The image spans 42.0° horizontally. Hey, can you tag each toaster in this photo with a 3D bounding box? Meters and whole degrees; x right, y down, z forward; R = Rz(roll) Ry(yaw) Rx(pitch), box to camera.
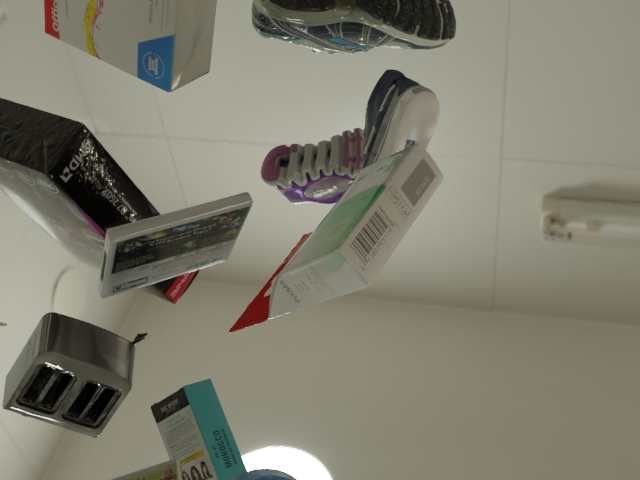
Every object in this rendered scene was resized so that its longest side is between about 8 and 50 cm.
[{"bbox_3d":[-0.399,0.216,1.350,0.168,0.186,0.110,26,-156,-26],"label":"toaster"}]

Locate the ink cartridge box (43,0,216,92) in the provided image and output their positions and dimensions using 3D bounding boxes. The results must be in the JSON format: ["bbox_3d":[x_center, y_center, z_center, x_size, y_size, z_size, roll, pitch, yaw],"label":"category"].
[{"bbox_3d":[-0.230,-0.275,0.921,0.231,0.134,0.078,27,-140,18],"label":"ink cartridge box"}]

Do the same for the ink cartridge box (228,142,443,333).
[{"bbox_3d":[0.000,0.000,0.858,0.224,0.056,0.181,-20,-156,45],"label":"ink cartridge box"}]

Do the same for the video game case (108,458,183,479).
[{"bbox_3d":[-0.267,0.390,1.036,0.212,0.023,0.193,-19,-135,2],"label":"video game case"}]

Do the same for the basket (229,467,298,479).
[{"bbox_3d":[-0.047,0.300,0.422,0.254,0.289,0.201,-33,-175,-6],"label":"basket"}]

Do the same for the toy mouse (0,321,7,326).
[{"bbox_3d":[-0.380,0.104,0.812,0.143,0.031,0.161,-16,-98,-7],"label":"toy mouse"}]

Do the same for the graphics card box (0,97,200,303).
[{"bbox_3d":[-0.358,-0.055,1.255,0.232,0.371,0.094,20,-114,30],"label":"graphics card box"}]

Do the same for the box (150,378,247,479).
[{"bbox_3d":[-0.176,0.350,1.301,0.060,0.100,0.244,-8,-110,-49],"label":"box"}]

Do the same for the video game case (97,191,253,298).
[{"bbox_3d":[-0.194,0.007,1.095,0.190,0.173,0.022,-17,-110,-26],"label":"video game case"}]

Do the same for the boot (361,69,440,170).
[{"bbox_3d":[0.077,-0.101,0.979,0.069,0.190,0.086,9,-155,-29],"label":"boot"}]

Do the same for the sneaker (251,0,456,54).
[{"bbox_3d":[0.042,-0.303,1.114,0.282,0.122,0.110,7,-110,-15],"label":"sneaker"}]

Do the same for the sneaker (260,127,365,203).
[{"bbox_3d":[0.028,-0.108,1.334,0.236,0.104,0.095,-7,-129,21],"label":"sneaker"}]
